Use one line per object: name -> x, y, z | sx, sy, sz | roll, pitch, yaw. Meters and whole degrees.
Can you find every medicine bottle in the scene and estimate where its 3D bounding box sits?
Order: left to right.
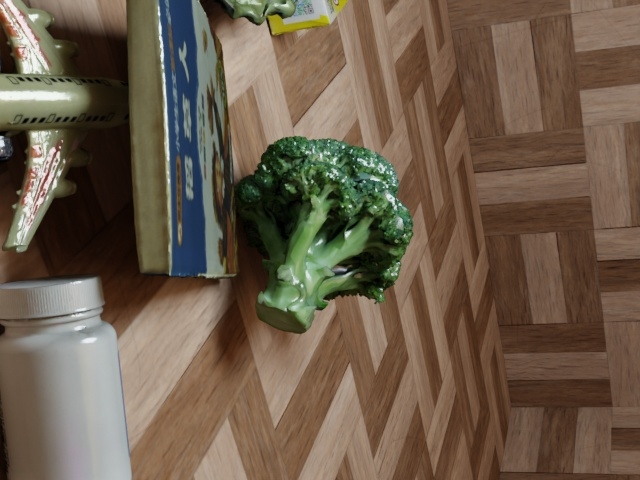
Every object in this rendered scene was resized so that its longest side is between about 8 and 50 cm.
medicine bottle -> -0.220, 0.125, 0.799 | 0.103, 0.103, 0.186 | -16, 101, -69

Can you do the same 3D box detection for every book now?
book -> -0.136, -0.108, 0.988 | 0.428, 0.039, 0.299 | 45, 42, -87

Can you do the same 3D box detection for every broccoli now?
broccoli -> 0.000, 0.000, 1.229 | 0.270, 0.270, 0.270 | -67, 148, -33

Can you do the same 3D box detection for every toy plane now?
toy plane -> -0.240, -0.115, 0.790 | 0.256, 0.104, 0.241 | -17, 99, -69

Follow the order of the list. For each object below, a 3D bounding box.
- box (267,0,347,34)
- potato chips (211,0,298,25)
box -> -0.040, -0.463, 1.407 | 0.168, 0.097, 0.265 | -62, 143, -55
potato chips -> -0.076, -0.490, 1.183 | 0.358, 0.070, 0.429 | 40, 65, -52
